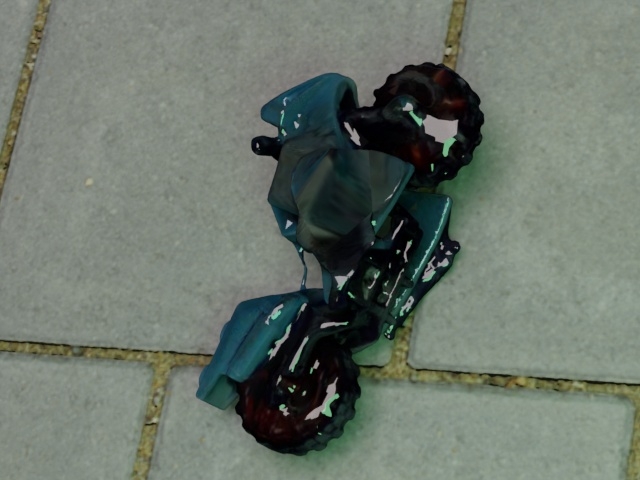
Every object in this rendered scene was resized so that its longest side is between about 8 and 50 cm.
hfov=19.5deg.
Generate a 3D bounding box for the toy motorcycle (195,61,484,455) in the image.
[{"bbox_3d":[0.000,0.000,1.852,0.232,0.172,0.416,21,85,32],"label":"toy motorcycle"}]
